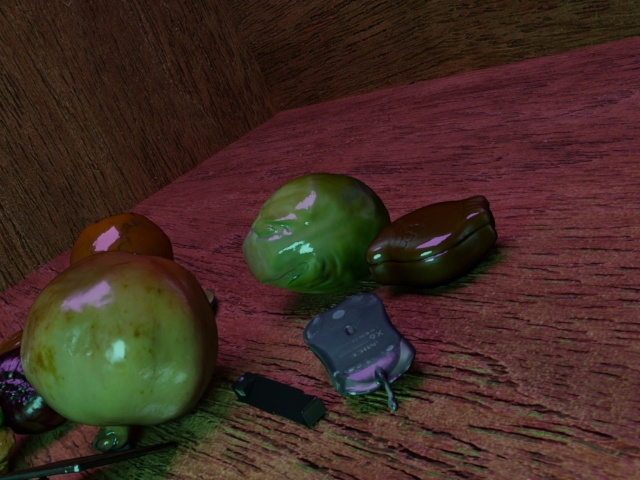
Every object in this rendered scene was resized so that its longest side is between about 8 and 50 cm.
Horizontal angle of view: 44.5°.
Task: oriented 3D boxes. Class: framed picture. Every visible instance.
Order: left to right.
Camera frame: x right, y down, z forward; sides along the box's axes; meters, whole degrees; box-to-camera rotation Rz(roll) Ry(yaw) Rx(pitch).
[{"bbox_3d":[-0.441,0.395,1.378,0.255,0.014,0.339,-12,-11,14],"label":"framed picture"}]

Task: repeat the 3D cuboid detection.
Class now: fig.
[{"bbox_3d":[-0.681,0.346,1.871,0.224,0.224,0.263,-24,20,11],"label":"fig"}]

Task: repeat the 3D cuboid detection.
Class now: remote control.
[{"bbox_3d":[-0.428,0.423,1.608,0.043,0.027,0.152,-43,23,-28],"label":"remote control"}]

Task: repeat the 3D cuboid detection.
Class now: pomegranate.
[{"bbox_3d":[-0.402,0.220,1.578,0.412,0.411,0.411,-24,19,9],"label":"pomegranate"}]

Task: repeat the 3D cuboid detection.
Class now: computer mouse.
[{"bbox_3d":[0.080,0.212,1.385,0.167,0.090,0.379,-28,25,-2],"label":"computer mouse"}]

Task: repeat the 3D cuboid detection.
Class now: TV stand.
[{"bbox_3d":[-0.082,0.293,1.453,0.049,0.040,0.256,-38,21,-27],"label":"TV stand"}]

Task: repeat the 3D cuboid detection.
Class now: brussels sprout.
[{"bbox_3d":[0.000,0.000,1.784,0.344,0.344,0.268,-28,54,-2],"label":"brussels sprout"}]

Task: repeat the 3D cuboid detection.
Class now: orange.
[{"bbox_3d":[-0.588,0.066,2.331,0.312,0.312,0.312,-24,19,9],"label":"orange"}]

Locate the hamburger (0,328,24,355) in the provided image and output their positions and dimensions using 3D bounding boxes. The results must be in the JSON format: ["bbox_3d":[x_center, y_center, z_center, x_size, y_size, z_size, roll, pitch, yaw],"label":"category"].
[{"bbox_3d":[-0.765,0.321,2.121,0.319,0.158,0.318,-27,18,10],"label":"hamburger"}]

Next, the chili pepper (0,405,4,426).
[{"bbox_3d":[-0.795,0.383,1.759,0.253,0.083,0.099,-6,53,44],"label":"chili pepper"}]

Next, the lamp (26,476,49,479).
[{"bbox_3d":[-0.505,0.499,1.279,0.180,0.180,0.258,-23,18,14],"label":"lamp"}]

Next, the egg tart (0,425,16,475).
[{"bbox_3d":[-0.773,0.521,1.687,0.295,0.116,0.295,-22,19,8],"label":"egg tart"}]

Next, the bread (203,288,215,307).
[{"bbox_3d":[-0.406,0.219,2.073,0.301,0.045,0.301,-24,19,9],"label":"bread"}]

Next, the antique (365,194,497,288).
[{"bbox_3d":[0.234,0.010,1.626,0.278,0.129,0.223,-23,19,13],"label":"antique"}]
